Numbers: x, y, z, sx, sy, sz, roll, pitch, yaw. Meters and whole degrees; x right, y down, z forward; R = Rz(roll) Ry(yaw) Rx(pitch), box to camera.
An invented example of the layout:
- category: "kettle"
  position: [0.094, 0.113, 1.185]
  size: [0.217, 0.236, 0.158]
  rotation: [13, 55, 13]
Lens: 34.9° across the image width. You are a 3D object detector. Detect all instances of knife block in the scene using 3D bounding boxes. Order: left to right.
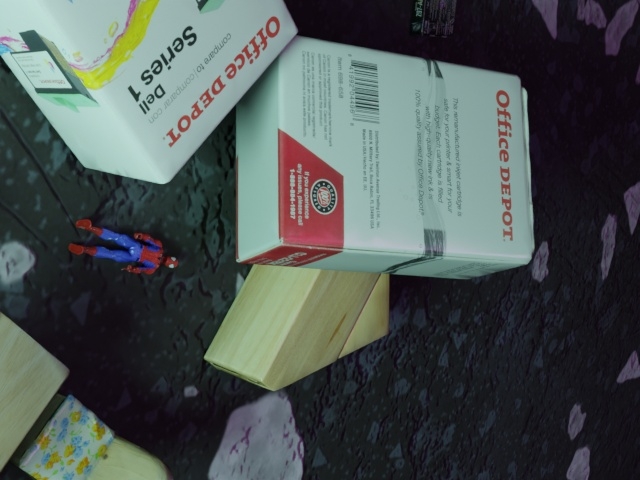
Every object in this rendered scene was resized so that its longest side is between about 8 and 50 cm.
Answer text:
- category: "knife block"
  position: [0.000, 0.000, 1.073]
  size: [0.275, 0.088, 0.242]
  rotation: [-21, 115, -44]

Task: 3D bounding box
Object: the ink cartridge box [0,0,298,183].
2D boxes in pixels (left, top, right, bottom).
- category: "ink cartridge box"
  position: [-0.161, -0.212, 0.796]
  size: [0.201, 0.117, 0.278]
  rotation: [-53, 136, -25]

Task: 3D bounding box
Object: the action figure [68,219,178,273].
- category: "action figure"
  position: [-0.172, 0.010, 0.921]
  size: [0.115, 0.030, 0.038]
  rotation: [19, 81, -52]

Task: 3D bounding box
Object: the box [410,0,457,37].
- category: "box"
  position: [0.136, -0.283, 1.202]
  size: [0.067, 0.018, 0.083]
  rotation: [-10, 108, -48]

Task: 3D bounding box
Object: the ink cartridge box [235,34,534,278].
- category: "ink cartridge box"
  position: [0.063, -0.072, 0.990]
  size: [0.272, 0.114, 0.197]
  rotation: [5, 77, -25]

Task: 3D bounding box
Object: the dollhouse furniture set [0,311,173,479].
- category: "dollhouse furniture set"
  position: [-0.294, 0.230, 0.663]
  size: [0.394, 0.256, 0.362]
  rotation: [-57, 137, -21]
